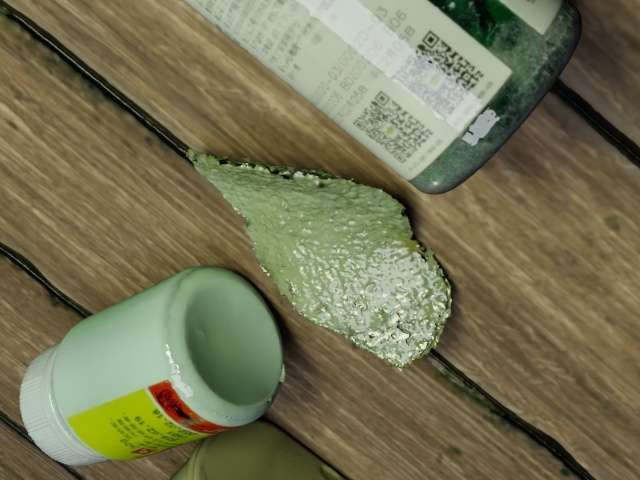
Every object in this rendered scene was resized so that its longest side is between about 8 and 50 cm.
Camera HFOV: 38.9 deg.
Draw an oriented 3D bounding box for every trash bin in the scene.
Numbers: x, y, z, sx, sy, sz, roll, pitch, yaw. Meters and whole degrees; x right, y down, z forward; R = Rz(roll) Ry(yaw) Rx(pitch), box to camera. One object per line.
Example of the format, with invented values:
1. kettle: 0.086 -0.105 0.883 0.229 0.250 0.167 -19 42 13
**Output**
1. trash bin: -0.070 0.320 0.924 0.243 0.121 0.247 39 133 -5

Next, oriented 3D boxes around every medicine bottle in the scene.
1. medicine bottle: -0.001 -0.166 0.528 0.293 0.141 0.141 38 130 -5
2. medicine bottle: -0.152 0.118 0.802 0.225 0.139 0.139 -24 111 35

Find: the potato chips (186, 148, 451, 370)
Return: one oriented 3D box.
1. potato chips: -0.002 0.006 0.708 0.167 0.059 0.228 -16 120 40
